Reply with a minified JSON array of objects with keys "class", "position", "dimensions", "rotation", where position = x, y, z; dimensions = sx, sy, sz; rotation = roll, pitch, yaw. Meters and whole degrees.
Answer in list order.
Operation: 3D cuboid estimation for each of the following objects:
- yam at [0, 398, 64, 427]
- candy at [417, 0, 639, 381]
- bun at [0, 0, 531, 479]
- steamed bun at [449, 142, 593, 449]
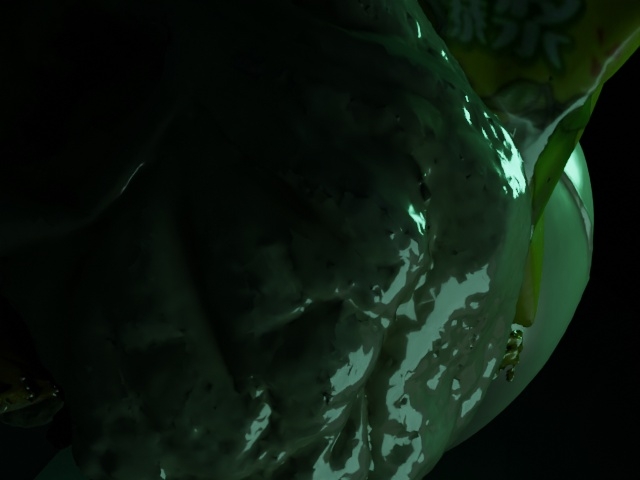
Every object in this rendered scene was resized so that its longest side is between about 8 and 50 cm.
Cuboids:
[{"class":"yam","position":[-0.189,0.060,1.541],"dimensions":[0.093,0.093,0.259],"rotation":[-51,179,36]},{"class":"candy","position":[0.077,-0.059,0.990],"dimensions":[0.081,0.187,0.297],"rotation":[-114,-138,-55]},{"class":"bun","position":[-0.053,-0.020,0.696],"dimensions":[0.281,0.281,0.205],"rotation":[-49,145,-22]},{"class":"steamed bun","position":[-0.001,0.004,1.214],"dimensions":[0.374,0.334,0.334],"rotation":[-41,-175,37]}]
